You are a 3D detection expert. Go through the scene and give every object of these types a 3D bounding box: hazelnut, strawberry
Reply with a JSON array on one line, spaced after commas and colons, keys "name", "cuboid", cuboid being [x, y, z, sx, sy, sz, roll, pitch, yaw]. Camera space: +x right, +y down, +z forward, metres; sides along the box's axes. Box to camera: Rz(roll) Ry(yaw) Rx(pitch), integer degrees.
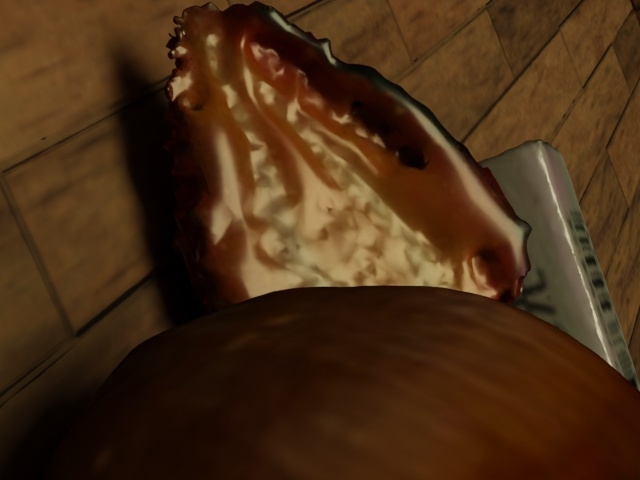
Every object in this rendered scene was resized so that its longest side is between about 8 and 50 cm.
[{"name": "hazelnut", "cuboid": [0.017, 0.096, 0.461, 0.214, 0.176, 0.214, 31, 6, -4]}, {"name": "strawberry", "cuboid": [0.001, 0.003, 0.614, 0.192, 0.085, 0.140, 26, 69, -14]}]

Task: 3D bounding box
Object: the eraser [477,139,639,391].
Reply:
[{"name": "eraser", "cuboid": [0.092, 0.110, 0.693, 0.086, 0.130, 0.287, -2, 73, -71]}]
